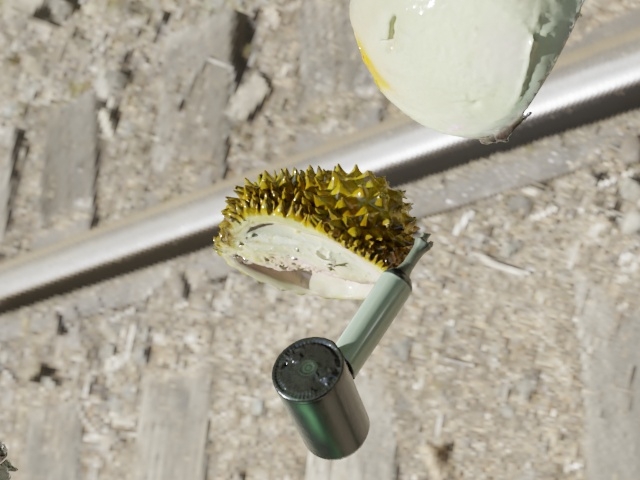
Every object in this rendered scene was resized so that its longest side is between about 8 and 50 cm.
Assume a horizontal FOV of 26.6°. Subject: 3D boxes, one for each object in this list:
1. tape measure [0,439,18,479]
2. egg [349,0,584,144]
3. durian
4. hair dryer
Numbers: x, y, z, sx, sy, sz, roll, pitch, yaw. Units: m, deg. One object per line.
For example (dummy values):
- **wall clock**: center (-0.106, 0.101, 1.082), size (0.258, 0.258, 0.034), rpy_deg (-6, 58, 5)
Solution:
- **tape measure**: center (-0.392, 0.185, 1.042), size (0.245, 0.149, 0.231), rpy_deg (43, 92, 1)
- **egg**: center (0.144, -0.283, 1.438), size (0.337, 0.201, 0.337), rpy_deg (-165, 90, -72)
- **durian**: center (-0.001, -0.012, 1.499), size (0.250, 0.183, 0.138), rpy_deg (3, 80, 23)
- **hair dryer**: center (0.040, 0.072, 1.066), size (0.057, 0.100, 0.197), rpy_deg (21, 63, 31)
